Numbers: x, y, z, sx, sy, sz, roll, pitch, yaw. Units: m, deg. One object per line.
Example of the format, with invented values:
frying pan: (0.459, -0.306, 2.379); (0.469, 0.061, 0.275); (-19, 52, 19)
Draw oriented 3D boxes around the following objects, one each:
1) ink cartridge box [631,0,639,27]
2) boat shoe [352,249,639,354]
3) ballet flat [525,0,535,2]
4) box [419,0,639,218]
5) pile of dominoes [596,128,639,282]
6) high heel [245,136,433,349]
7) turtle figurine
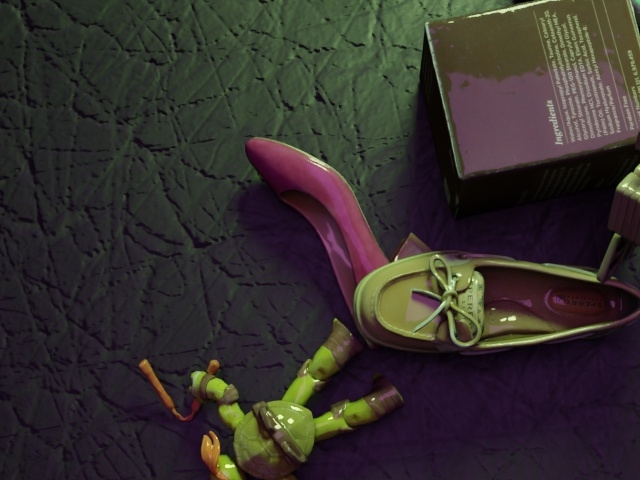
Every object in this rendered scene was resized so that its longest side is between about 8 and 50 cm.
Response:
ink cartridge box: (0.420, -0.302, 1.435); (0.224, 0.056, 0.181); (-44, 81, -3)
boat shoe: (0.175, 0.058, 1.340); (0.285, 0.089, 0.104); (-4, 88, -12)
ballet flat: (0.227, -0.384, 1.458); (0.095, 0.096, 0.280); (-17, 78, -1)
box: (0.216, -0.136, 1.369); (0.203, 0.168, 0.167); (-11, 78, 0)
pile of dominoes: (0.360, -0.080, 1.309); (0.040, 0.196, 0.251); (32, 53, 27)
high heel: (0.000, 0.000, 1.397); (0.244, 0.082, 0.117); (38, 73, -3)
turtle figurine: (-0.041, 0.177, 1.356); (0.217, 0.087, 0.269); (-38, 79, -6)
